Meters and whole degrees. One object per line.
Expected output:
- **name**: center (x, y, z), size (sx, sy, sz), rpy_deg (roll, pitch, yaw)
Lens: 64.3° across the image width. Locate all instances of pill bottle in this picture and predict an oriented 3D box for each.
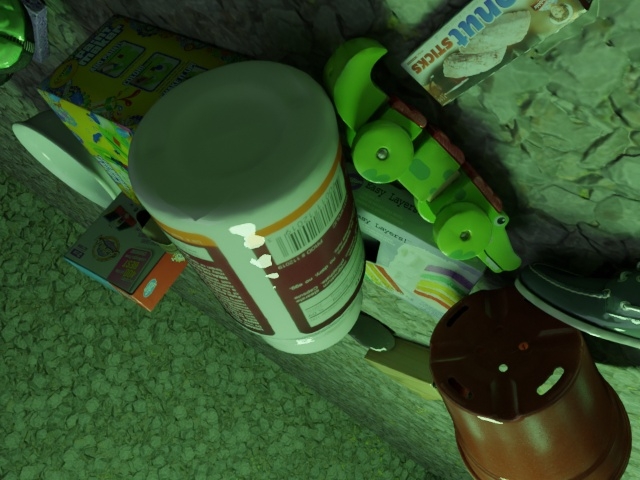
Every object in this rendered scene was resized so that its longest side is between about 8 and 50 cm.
- **pill bottle**: center (-0.058, -0.008, 0.667), size (0.224, 0.224, 0.392), rpy_deg (23, 155, 24)

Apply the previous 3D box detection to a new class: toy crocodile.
- **toy crocodile**: center (0.127, -0.083, 0.592), size (0.340, 0.105, 0.115), rpy_deg (41, -161, -19)

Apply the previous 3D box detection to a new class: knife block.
- **knife block**: center (0.265, 0.316, 1.251), size (0.275, 0.088, 0.242), rpy_deg (33, 158, 4)

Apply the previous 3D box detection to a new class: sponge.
- **sponge**: center (-0.564, -0.420, 0.944), size (0.117, 0.031, 0.210), rpy_deg (42, 157, -17)

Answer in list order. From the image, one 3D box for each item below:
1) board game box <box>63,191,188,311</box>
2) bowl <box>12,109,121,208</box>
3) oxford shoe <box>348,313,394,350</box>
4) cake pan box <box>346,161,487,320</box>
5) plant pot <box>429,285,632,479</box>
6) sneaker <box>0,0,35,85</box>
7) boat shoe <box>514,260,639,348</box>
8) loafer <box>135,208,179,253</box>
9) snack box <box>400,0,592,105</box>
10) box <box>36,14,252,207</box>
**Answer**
- **board game box**: center (-0.335, -0.039, 1.036), size (0.242, 0.317, 0.064), rpy_deg (20, 155, 33)
- **bowl**: center (-0.579, -0.218, 1.252), size (0.297, 0.134, 0.298), rpy_deg (29, 158, 13)
- **oxford shoe**: center (0.100, 0.222, 1.338), size (0.212, 0.076, 0.076), rpy_deg (25, -173, 16)
- **cake pan box**: center (0.127, 0.011, 0.830), size (0.266, 0.070, 0.246), rpy_deg (30, 156, 13)
- **plant pot**: center (0.298, 0.222, 0.757), size (0.272, 0.272, 0.265), rpy_deg (13, 149, 42)
- **sneaker**: center (-0.622, -0.370, 0.910), size (0.482, 0.185, 0.202), rpy_deg (22, 174, 35)
- **boat shoe**: center (0.390, 0.073, 0.590), size (0.319, 0.116, 0.099), rpy_deg (24, 114, 41)
- **loafer**: center (-0.274, -0.018, 0.871), size (0.148, 0.056, 0.050), rpy_deg (15, 159, 42)
- **snack box**: center (0.145, -0.182, 0.452), size (0.064, 0.022, 0.178), rpy_deg (40, 158, -12)
- **box**: center (-0.226, -0.157, 0.820), size (0.279, 0.177, 0.290), rpy_deg (25, 158, 21)
